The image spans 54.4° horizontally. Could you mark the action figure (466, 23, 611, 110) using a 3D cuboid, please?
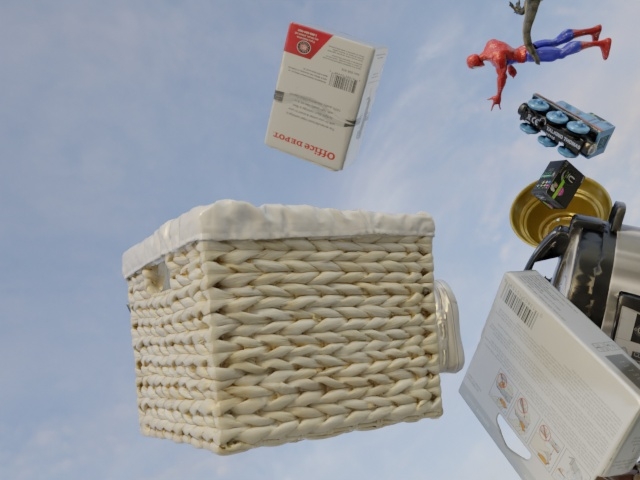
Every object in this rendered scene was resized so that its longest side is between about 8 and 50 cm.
[{"bbox_3d":[0.445,-0.364,1.310,0.281,0.091,0.139,-5,-44,1],"label":"action figure"}]

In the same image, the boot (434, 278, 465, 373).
[{"bbox_3d":[0.295,0.223,1.642,0.124,0.258,0.095,4,-27,-26],"label":"boot"}]

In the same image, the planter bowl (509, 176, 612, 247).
[{"bbox_3d":[0.550,-0.043,1.422,0.217,0.217,0.090,-41,-43,-6],"label":"planter bowl"}]

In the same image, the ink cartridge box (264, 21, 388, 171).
[{"bbox_3d":[0.009,-0.315,1.364,0.114,0.197,0.272,-38,-33,-62],"label":"ink cartridge box"}]

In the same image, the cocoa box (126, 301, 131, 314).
[{"bbox_3d":[-0.264,0.167,1.527,0.347,0.231,0.227,-25,-84,-12],"label":"cocoa box"}]

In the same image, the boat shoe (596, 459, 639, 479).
[{"bbox_3d":[0.651,0.497,1.270,0.325,0.123,0.116,29,-70,-15],"label":"boat shoe"}]

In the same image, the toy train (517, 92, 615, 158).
[{"bbox_3d":[0.480,-0.227,1.232,0.105,0.184,0.080,-19,-44,-30],"label":"toy train"}]

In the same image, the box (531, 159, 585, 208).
[{"bbox_3d":[0.486,-0.114,1.275,0.062,0.052,0.083,35,-98,-16],"label":"box"}]

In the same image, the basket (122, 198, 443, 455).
[{"bbox_3d":[-0.061,0.112,0.820,0.332,0.328,0.266,2,-101,-32],"label":"basket"}]

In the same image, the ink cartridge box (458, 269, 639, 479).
[{"bbox_3d":[0.316,0.213,0.865,0.060,0.275,0.238,-1,-58,-22],"label":"ink cartridge box"}]

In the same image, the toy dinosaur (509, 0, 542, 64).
[{"bbox_3d":[0.419,-0.498,1.243,0.064,0.118,0.268,-6,-63,-17],"label":"toy dinosaur"}]

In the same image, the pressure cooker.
[{"bbox_3d":[0.580,0.159,1.171,0.375,0.421,0.369,73,-144,-57],"label":"pressure cooker"}]
